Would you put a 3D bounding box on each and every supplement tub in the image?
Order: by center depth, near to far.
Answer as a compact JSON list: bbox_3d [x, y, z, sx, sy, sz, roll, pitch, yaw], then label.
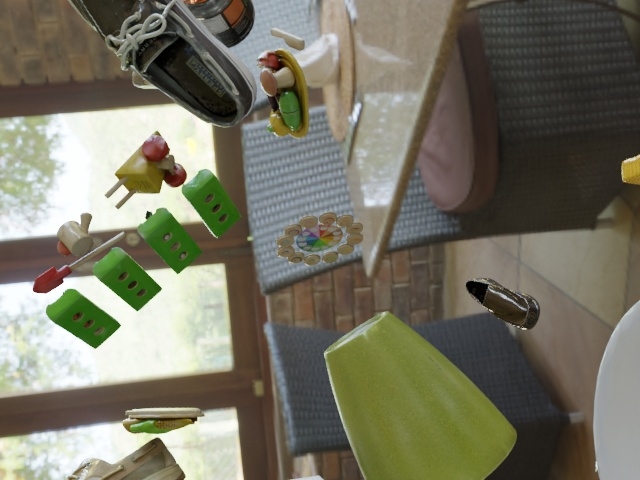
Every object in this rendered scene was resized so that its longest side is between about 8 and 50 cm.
[{"bbox_3d":[-0.175,-0.382,1.210,0.190,0.117,0.117,43,-140,-81],"label":"supplement tub"}]

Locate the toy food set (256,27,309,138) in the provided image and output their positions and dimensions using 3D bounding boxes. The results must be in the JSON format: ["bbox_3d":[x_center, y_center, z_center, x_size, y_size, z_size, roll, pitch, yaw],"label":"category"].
[{"bbox_3d":[-0.084,-0.280,1.440,0.128,0.071,0.217,42,147,42],"label":"toy food set"}]

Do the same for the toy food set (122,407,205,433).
[{"bbox_3d":[-0.256,0.296,1.274,0.192,0.133,0.038,133,138,-75],"label":"toy food set"}]

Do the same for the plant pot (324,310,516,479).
[{"bbox_3d":[0.144,0.280,1.353,0.293,0.275,0.275,57,170,2],"label":"plant pot"}]

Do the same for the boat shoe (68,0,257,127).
[{"bbox_3d":[-0.217,-0.256,0.997,0.306,0.113,0.105,45,-158,-14],"label":"boat shoe"}]

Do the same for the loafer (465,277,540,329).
[{"bbox_3d":[0.407,0.143,1.773,0.220,0.078,0.080,27,104,58],"label":"loafer"}]

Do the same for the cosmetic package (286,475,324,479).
[{"bbox_3d":[-0.044,0.529,1.294,0.377,0.285,0.097,20,108,60],"label":"cosmetic package"}]

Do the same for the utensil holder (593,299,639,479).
[{"bbox_3d":[0.481,0.174,0.649,0.327,0.386,0.327,176,90,-76],"label":"utensil holder"}]

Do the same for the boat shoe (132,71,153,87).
[{"bbox_3d":[-0.309,-0.414,1.803,0.355,0.132,0.130,-27,-61,-72],"label":"boat shoe"}]

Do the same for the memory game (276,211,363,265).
[{"bbox_3d":[0.000,0.000,1.591,0.186,0.186,0.012,97,164,-55],"label":"memory game"}]

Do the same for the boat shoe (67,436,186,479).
[{"bbox_3d":[-0.344,0.385,1.180,0.109,0.302,0.098,-45,70,36],"label":"boat shoe"}]

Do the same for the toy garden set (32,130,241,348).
[{"bbox_3d":[-0.224,-0.005,0.892,0.049,0.244,0.204,43,170,26],"label":"toy garden set"}]

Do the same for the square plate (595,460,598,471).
[{"bbox_3d":[0.786,0.364,1.744,0.049,0.344,0.347,53,157,26],"label":"square plate"}]

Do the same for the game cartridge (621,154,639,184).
[{"bbox_3d":[0.674,-0.129,1.175,0.324,0.285,0.052,150,124,-74],"label":"game cartridge"}]
